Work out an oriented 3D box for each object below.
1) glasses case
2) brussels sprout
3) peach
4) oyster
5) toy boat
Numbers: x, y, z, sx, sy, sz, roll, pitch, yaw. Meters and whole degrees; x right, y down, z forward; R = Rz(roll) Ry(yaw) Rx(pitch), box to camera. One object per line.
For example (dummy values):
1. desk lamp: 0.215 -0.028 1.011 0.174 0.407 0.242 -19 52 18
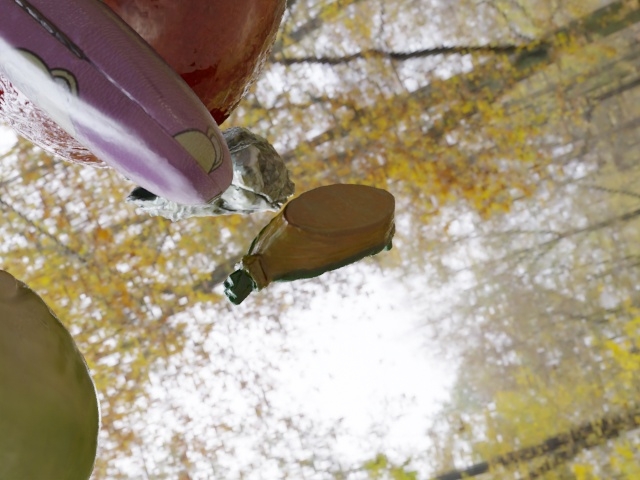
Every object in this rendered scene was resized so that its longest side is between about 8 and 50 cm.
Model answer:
1. glasses case: -0.177 -0.134 0.631 0.316 0.076 0.123 41 175 15
2. brussels sprout: -0.315 0.159 0.809 0.260 0.227 0.294 12 -91 -17
3. peach: -0.197 -0.265 1.074 0.339 0.416 0.353 -9 -118 -35
4. oyster: -0.127 -0.082 1.228 0.198 0.268 0.112 -14 -76 -51
5. toy boat: 0.000 0.000 0.996 0.230 0.088 0.089 -17 -131 -40
